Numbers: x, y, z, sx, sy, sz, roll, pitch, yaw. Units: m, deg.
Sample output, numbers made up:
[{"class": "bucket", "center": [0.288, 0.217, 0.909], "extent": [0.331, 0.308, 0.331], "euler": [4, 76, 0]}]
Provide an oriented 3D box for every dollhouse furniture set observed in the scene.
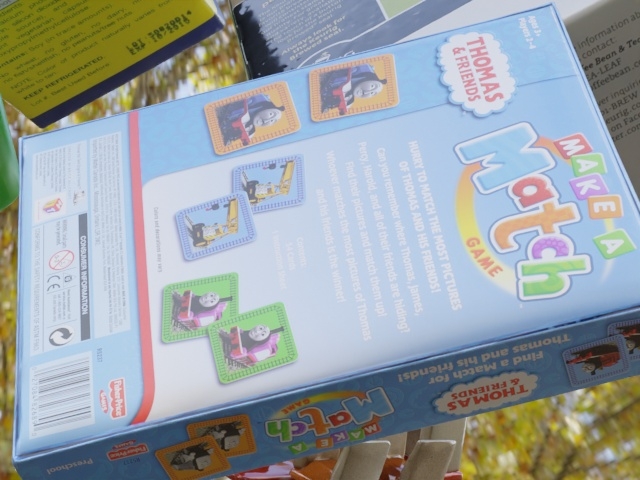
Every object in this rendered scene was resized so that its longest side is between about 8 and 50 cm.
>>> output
[{"class": "dollhouse furniture set", "center": [0.004, 0.184, 1.282], "extent": [0.259, 0.262, 0.135], "euler": [6, -78, -43]}]

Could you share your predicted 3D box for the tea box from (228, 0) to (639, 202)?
[{"class": "tea box", "center": [0.138, -0.108, 1.032], "extent": [0.329, 0.323, 0.220], "euler": [-27, -60, 7]}]

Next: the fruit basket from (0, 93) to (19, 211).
[{"class": "fruit basket", "center": [-0.419, -0.114, 0.938], "extent": [0.392, 0.283, 0.392], "euler": [23, -36, 18]}]

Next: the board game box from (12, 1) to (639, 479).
[{"class": "board game box", "center": [0.000, 0.000, 0.525], "extent": [0.211, 0.160, 0.039], "euler": [-14, -46, 4]}]

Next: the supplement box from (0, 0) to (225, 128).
[{"class": "supplement box", "center": [-0.250, -0.274, 1.189], "extent": [0.194, 0.195, 0.356], "euler": [-27, -25, 8]}]
